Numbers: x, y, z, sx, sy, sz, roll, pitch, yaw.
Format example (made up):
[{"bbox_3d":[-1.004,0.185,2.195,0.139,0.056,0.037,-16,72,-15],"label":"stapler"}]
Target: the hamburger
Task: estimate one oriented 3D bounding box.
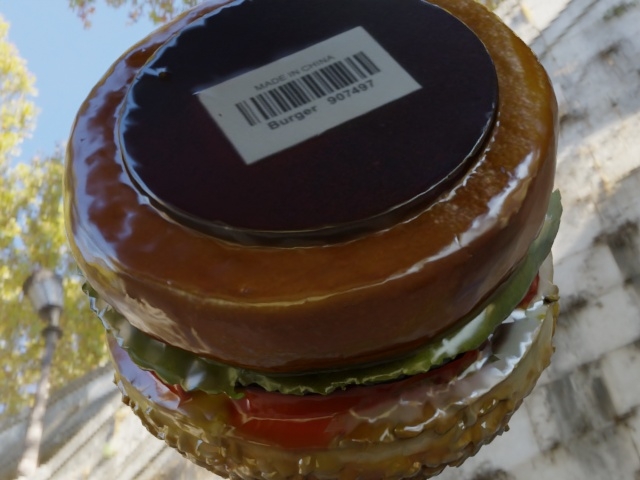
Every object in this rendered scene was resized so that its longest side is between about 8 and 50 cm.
[{"bbox_3d":[0.000,0.000,0.723,0.330,0.330,0.250,-9,-43,1],"label":"hamburger"}]
